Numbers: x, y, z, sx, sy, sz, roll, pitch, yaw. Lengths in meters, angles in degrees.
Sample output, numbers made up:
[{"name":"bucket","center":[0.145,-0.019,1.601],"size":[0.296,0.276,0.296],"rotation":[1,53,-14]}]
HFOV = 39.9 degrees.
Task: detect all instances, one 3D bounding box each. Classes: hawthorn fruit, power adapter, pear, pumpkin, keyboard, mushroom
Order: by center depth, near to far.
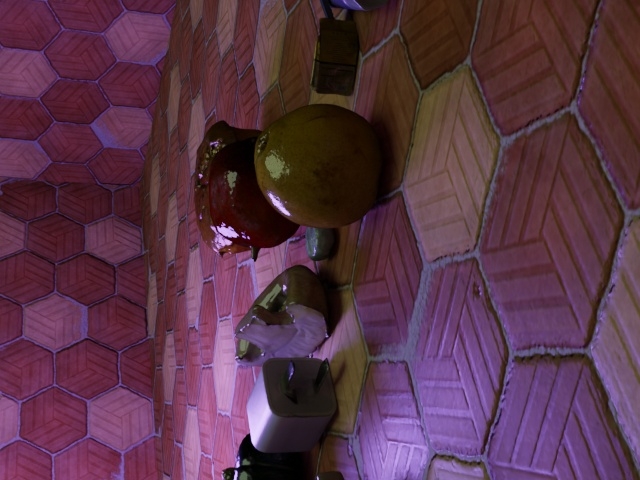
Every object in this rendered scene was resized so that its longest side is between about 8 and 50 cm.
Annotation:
[{"name":"pear","center":[-0.008,-0.121,1.420],"size":[0.209,0.209,0.208],"rotation":[-177,90,-71]},{"name":"keyboard","center":[0.007,-0.420,1.566],"size":[0.055,0.014,0.176],"rotation":[-112,0,-64]},{"name":"power adapter","center":[-0.044,0.275,1.572],"size":[0.205,0.130,0.125],"rotation":[114,152,-44]},{"name":"mushroom","center":[-0.071,0.131,1.662],"size":[0.286,0.156,0.151],"rotation":[-43,34,47]},{"name":"pumpkin","center":[-0.114,0.465,1.708],"size":[0.211,0.152,0.211],"rotation":[-172,90,-73]},{"name":"hawthorn fruit","center":[-0.123,-0.081,1.760],"size":[0.215,0.215,0.249],"rotation":[-142,48,-67]}]

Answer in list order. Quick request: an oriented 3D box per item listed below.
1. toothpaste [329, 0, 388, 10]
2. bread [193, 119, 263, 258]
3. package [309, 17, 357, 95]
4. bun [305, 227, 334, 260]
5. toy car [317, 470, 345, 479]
[{"name":"toothpaste","center":[0.037,-0.455,1.532],"size":[0.371,0.080,0.125],"rotation":[-126,32,-67]},{"name":"bread","center":[-0.191,-0.122,2.003],"size":[0.312,0.172,0.312],"rotation":[179,90,-68]},{"name":"package","center":[0.026,-0.321,1.543],"size":[0.047,0.071,0.131],"rotation":[-129,47,-70]},{"name":"bun","center":[0.000,0.000,1.610],"size":[0.083,0.045,0.083],"rotation":[-178,90,-74]},{"name":"toy car","center":[-0.015,0.557,1.384],"size":[0.242,0.226,0.336],"rotation":[-123,14,-59]}]
